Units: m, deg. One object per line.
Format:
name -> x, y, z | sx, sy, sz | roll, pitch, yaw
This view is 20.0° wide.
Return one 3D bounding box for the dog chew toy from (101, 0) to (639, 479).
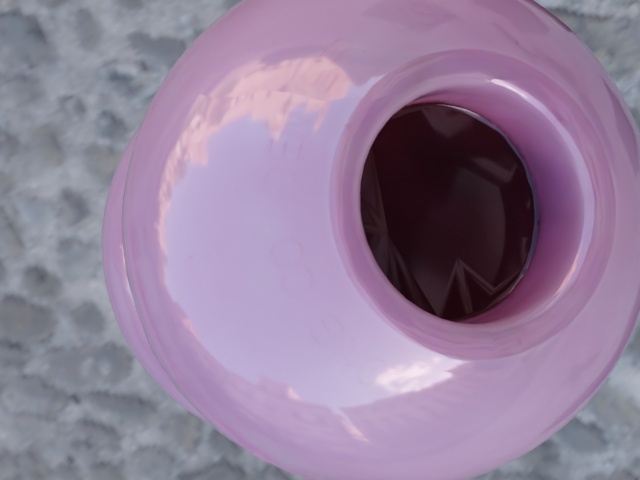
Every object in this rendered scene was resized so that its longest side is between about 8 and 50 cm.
dog chew toy -> 0.000, 0.000, 0.780 | 0.206, 0.207, 0.332 | 61, 161, -5
